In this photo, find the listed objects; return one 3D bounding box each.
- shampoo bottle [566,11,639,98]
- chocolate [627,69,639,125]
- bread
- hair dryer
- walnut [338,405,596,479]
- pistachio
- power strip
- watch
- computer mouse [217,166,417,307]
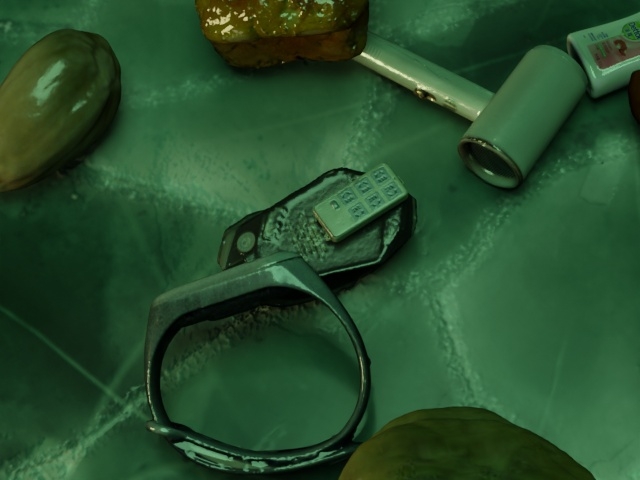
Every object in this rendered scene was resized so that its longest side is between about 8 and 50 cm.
[{"bbox_3d":[0.296,-0.183,1.690,0.099,0.043,0.072,-19,57,-3],"label":"shampoo bottle"},{"bbox_3d":[0.355,-0.133,1.627,0.133,0.124,0.127,-2,64,39],"label":"chocolate"},{"bbox_3d":[-0.023,-0.352,1.745,0.185,0.109,0.380,-7,61,16],"label":"bread"},{"bbox_3d":[0.127,-0.153,1.691,0.236,0.073,0.131,27,69,25],"label":"hair dryer"},{"bbox_3d":[0.123,0.286,1.377,0.276,0.282,0.253,21,29,9],"label":"walnut"},{"bbox_3d":[-0.267,-0.125,1.683,0.126,0.108,0.185,29,77,41],"label":"pistachio"},{"bbox_3d":[0.036,-0.034,1.591,0.090,0.016,0.040,-32,68,-9],"label":"power strip"},{"bbox_3d":[-0.061,0.120,1.551,0.206,0.068,0.193,-19,83,6],"label":"watch"},{"bbox_3d":[0.000,0.000,1.625,0.192,0.062,0.106,-21,68,0],"label":"computer mouse"}]
